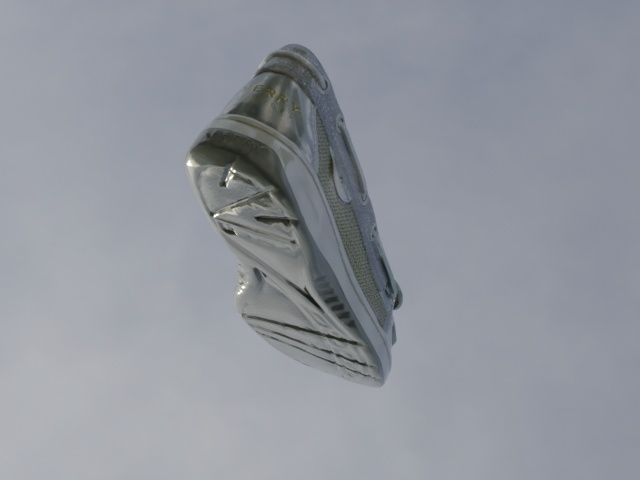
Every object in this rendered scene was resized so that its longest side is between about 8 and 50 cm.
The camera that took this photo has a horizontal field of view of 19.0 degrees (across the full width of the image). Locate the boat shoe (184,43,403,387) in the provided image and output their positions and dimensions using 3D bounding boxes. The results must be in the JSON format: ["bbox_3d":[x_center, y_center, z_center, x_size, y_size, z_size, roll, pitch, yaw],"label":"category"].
[{"bbox_3d":[-0.002,-0.001,1.316,0.118,0.320,0.103,18,-117,28],"label":"boat shoe"}]
